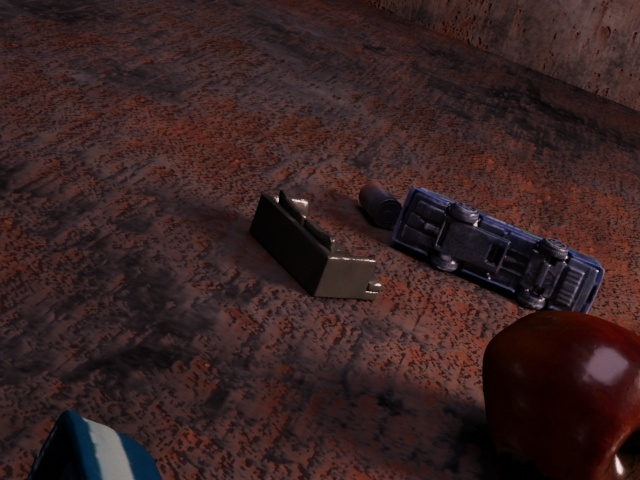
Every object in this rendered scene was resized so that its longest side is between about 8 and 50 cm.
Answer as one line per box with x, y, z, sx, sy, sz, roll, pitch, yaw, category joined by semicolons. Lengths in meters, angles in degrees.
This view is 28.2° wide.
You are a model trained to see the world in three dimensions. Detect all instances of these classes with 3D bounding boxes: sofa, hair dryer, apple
0.000;0.000;1.301;0.085;0.060;0.147;7;23;-35;sofa
0.104;-0.032;1.541;0.114;0.037;0.063;20;16;-24;hair dryer
0.208;0.127;1.049;0.156;0.147;0.158;-18;37;-29;apple

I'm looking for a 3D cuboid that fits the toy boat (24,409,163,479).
-0.102;0.195;0.625;0.061;0.096;0.299;22;19;-25;toy boat

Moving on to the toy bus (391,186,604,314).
0.204;0.009;1.455;0.236;0.079;0.094;23;18;7;toy bus
